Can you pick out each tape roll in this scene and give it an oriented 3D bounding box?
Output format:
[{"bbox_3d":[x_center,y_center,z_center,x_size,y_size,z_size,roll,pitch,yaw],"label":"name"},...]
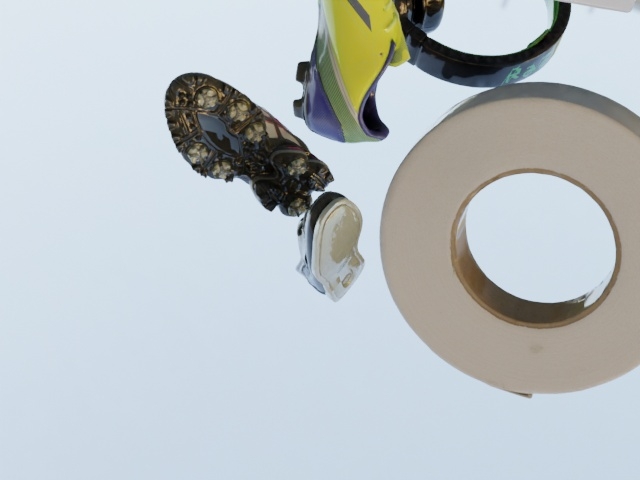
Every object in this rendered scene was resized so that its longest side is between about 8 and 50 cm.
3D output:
[{"bbox_3d":[0.264,0.002,2.289,0.392,0.392,0.072,21,-154,7],"label":"tape roll"}]

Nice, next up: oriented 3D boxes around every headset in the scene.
[{"bbox_3d":[0.137,-0.362,2.339,0.394,0.185,0.243,40,-120,16],"label":"headset"}]

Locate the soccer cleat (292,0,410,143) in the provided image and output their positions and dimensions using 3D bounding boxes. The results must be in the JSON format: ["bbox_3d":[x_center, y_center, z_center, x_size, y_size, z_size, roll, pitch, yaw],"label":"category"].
[{"bbox_3d":[0.047,-0.240,2.003,0.121,0.289,0.093,16,-155,19],"label":"soccer cleat"}]

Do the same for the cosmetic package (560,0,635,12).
[{"bbox_3d":[0.260,-0.433,1.754,0.156,0.385,0.217,4,-150,-29],"label":"cosmetic package"}]

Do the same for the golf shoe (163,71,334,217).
[{"bbox_3d":[-0.103,-0.125,2.233,0.273,0.105,0.120,39,-168,-45],"label":"golf shoe"}]

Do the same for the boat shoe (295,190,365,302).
[{"bbox_3d":[0.000,0.000,2.185,0.079,0.233,0.084,40,-104,16],"label":"boat shoe"}]
